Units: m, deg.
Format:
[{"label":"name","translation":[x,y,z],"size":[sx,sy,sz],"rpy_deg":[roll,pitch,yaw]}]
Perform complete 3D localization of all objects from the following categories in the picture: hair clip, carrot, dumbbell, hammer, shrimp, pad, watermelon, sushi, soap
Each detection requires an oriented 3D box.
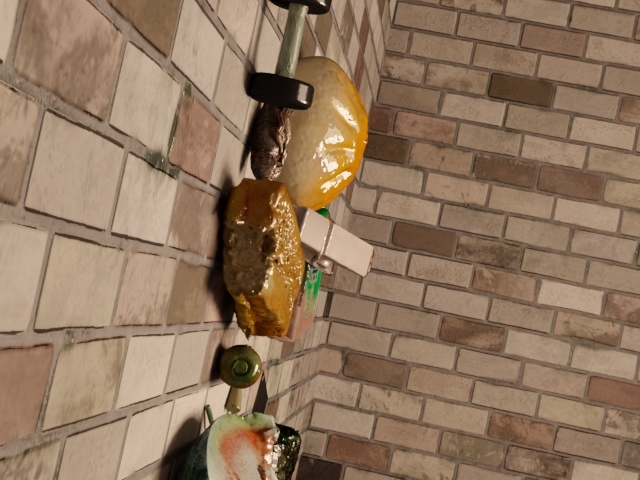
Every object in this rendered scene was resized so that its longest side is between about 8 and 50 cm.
[{"label":"hair clip","translation":[-0.002,0.004,1.953],"size":[0.331,0.101,0.085],"rpy_deg":[31,77,-64]},{"label":"carrot","translation":[-0.142,0.234,1.890],"size":[0.298,0.078,0.078],"rpy_deg":[100,2,-79]},{"label":"dumbbell","translation":[-0.045,-0.303,1.598],"size":[0.100,0.100,0.191],"rpy_deg":[13,88,-84]},{"label":"hammer","translation":[-0.169,0.345,2.035],"size":[0.195,0.028,0.060],"rpy_deg":[98,-2,-52]},{"label":"shrimp","translation":[-0.077,-0.178,1.696],"size":[0.073,0.075,0.190],"rpy_deg":[39,46,-46]},{"label":"pad","translation":[-0.140,0.385,2.412],"size":[0.193,0.004,0.116],"rpy_deg":[91,13,-62]},{"label":"watermelon","translation":[-0.126,0.399,1.628],"size":[0.289,0.214,0.320],"rpy_deg":[86,28,-61]},{"label":"sushi","translation":[-0.115,0.447,2.204],"size":[0.225,0.124,0.127],"rpy_deg":[32,69,-77]},{"label":"soap","translation":[-0.054,0.065,2.159],"size":[0.218,0.098,0.273],"rpy_deg":[-46,147,-74]}]

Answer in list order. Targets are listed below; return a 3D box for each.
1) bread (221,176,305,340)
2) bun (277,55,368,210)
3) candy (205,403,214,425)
[{"label":"bread","translation":[-0.102,0.041,1.694],"size":[0.380,0.109,0.185],"rpy_deg":[82,25,-68]},{"label":"bun","translation":[0.007,-0.196,1.955],"size":[0.299,0.165,0.299],"rpy_deg":[12,90,-85]},{"label":"candy","translation":[-0.180,0.382,1.855],"size":[0.084,0.078,0.287],"rpy_deg":[-34,141,-23]}]
